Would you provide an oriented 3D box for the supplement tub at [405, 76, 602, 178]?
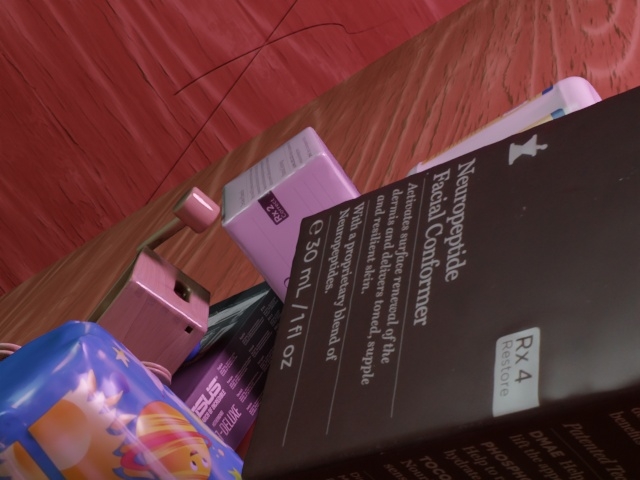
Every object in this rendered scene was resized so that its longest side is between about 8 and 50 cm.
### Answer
[{"bbox_3d":[0.156,-0.024,0.869,0.200,0.144,0.144,-30,15,20],"label":"supplement tub"}]

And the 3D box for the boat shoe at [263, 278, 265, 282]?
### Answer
[{"bbox_3d":[-0.043,0.056,1.250,0.170,0.059,0.063,-42,15,-27],"label":"boat shoe"}]

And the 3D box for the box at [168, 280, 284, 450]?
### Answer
[{"bbox_3d":[-0.167,0.179,1.093,0.242,0.076,0.307,-25,17,33],"label":"box"}]

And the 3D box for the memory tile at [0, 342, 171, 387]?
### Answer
[{"bbox_3d":[-0.191,0.124,0.882,0.113,0.148,0.012,94,-177,-54],"label":"memory tile"}]

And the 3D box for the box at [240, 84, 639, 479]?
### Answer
[{"bbox_3d":[0.156,0.038,0.531,0.381,0.143,0.191,-20,40,31],"label":"box"}]

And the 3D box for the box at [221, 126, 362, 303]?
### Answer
[{"bbox_3d":[0.000,0.000,1.080,0.119,0.181,0.182,-36,14,5],"label":"box"}]

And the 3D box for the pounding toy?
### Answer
[{"bbox_3d":[-0.146,0.056,1.019,0.206,0.094,0.181,-51,11,7],"label":"pounding toy"}]

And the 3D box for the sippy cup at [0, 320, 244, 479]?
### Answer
[{"bbox_3d":[-0.159,0.186,0.746,0.305,0.224,0.240,-23,19,38],"label":"sippy cup"}]
